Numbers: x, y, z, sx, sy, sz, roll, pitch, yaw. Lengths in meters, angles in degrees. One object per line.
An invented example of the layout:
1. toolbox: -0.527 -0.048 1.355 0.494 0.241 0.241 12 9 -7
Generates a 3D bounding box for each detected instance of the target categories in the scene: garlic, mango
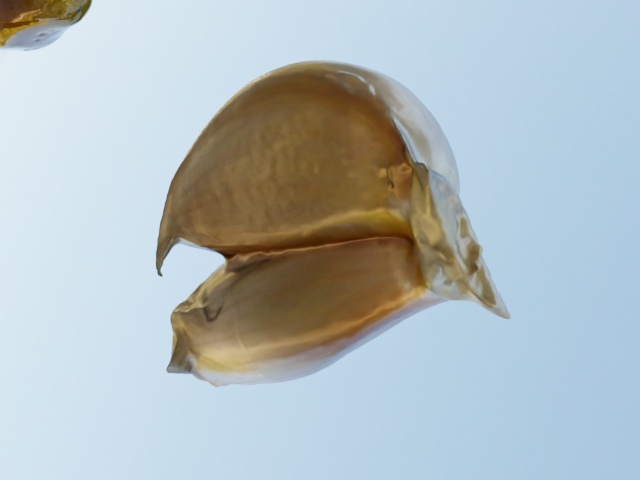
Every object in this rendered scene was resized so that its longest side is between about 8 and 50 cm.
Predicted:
1. garlic: 0.000 0.000 1.079 0.313 0.286 0.249 -17 -140 29
2. mango: -0.184 -0.159 0.755 0.114 0.060 0.080 20 -75 55
